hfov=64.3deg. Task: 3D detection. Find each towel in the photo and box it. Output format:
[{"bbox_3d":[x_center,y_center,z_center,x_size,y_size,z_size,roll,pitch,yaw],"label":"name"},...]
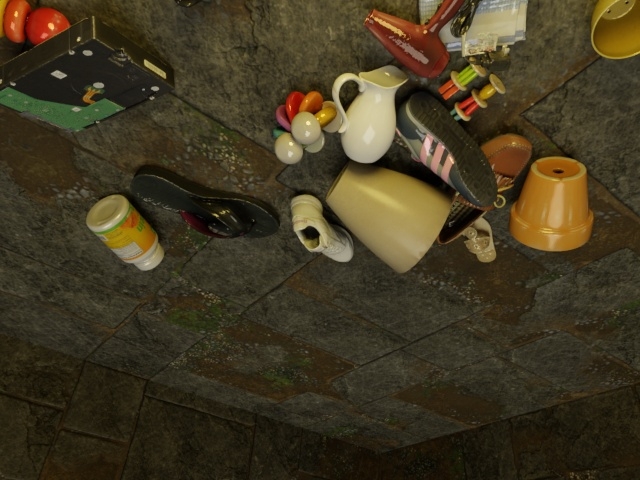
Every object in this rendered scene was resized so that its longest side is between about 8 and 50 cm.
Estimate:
[{"bbox_3d":[0.292,-0.498,0.972,0.210,0.034,0.284,-3,139,13],"label":"towel"}]

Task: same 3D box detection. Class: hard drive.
[{"bbox_3d":[-0.535,-0.354,1.140,0.339,0.064,0.237,-16,164,23],"label":"hard drive"}]

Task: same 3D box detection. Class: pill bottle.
[{"bbox_3d":[-0.596,-0.015,1.587,0.137,0.136,0.245,-9,140,16],"label":"pill bottle"}]

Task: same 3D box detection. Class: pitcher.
[{"bbox_3d":[0.094,-0.283,1.155,0.178,0.125,0.207,-8,134,-23],"label":"pitcher"}]

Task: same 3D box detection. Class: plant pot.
[{"bbox_3d":[0.604,-0.106,1.322,0.205,0.205,0.187,-3,126,9],"label":"plant pot"},{"bbox_3d":[0.579,-0.433,0.972,0.135,0.095,0.134,3,142,2],"label":"plant pot"},{"bbox_3d":[0.160,-0.088,1.361,0.274,0.256,0.256,30,137,-6],"label":"plant pot"}]

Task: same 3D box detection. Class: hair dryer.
[{"bbox_3d":[0.233,-0.433,1.001,0.294,0.080,0.223,-5,123,8],"label":"hair dryer"}]

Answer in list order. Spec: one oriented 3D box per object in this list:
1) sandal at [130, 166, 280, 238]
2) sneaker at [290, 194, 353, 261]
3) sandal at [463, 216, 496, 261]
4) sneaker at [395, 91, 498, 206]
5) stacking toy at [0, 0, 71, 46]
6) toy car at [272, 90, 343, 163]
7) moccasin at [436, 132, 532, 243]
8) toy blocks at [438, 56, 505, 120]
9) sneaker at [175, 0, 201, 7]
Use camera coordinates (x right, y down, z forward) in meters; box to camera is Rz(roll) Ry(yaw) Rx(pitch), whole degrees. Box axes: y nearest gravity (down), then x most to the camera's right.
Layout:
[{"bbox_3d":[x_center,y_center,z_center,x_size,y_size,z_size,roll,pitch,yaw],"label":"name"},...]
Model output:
[{"bbox_3d":[-0.341,-0.077,1.506,0.446,0.106,0.167,18,140,-17],"label":"sandal"},{"bbox_3d":[0.000,0.000,1.535,0.114,0.152,0.305,-21,137,26],"label":"sneaker"},{"bbox_3d":[0.490,0.013,1.559,0.088,0.079,0.240,-17,137,25],"label":"sandal"},{"bbox_3d":[0.294,-0.203,1.223,0.319,0.112,0.131,52,153,-6],"label":"sneaker"},{"bbox_3d":[-0.685,-0.472,1.033,0.331,0.141,0.141,13,141,-18],"label":"stacking toy"},{"bbox_3d":[-0.046,-0.279,1.214,0.136,0.159,0.182,50,133,1],"label":"toy car"},{"bbox_3d":[0.410,-0.125,1.338,0.139,0.146,0.380,20,139,-19],"label":"moccasin"},{"bbox_3d":[0.323,-0.331,1.162,0.123,0.054,0.148,27,137,-27],"label":"toy blocks"},{"bbox_3d":[-0.168,-0.522,0.910,0.109,0.130,0.286,33,133,-28],"label":"sneaker"}]
